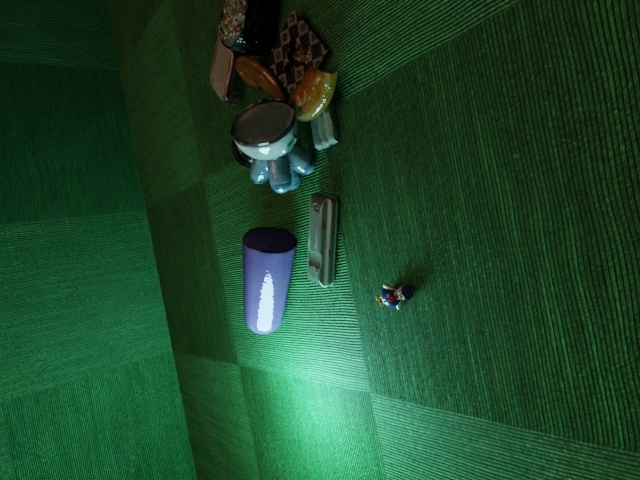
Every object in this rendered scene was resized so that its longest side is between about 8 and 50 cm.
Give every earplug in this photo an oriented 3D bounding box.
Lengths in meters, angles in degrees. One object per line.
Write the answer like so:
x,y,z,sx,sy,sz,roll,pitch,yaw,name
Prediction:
-0.222,0.186,1.829,0.215,0.215,0.457,35,128,41,earplug

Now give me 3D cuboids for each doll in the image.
0.234,0.168,1.367,0.142,0.057,0.099,-25,100,45,doll

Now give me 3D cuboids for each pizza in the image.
-0.026,-0.482,1.471,0.135,0.056,0.271,62,143,17,pizza

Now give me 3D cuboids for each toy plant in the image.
-0.152,-0.301,1.577,0.247,0.247,0.332,43,164,37,toy plant

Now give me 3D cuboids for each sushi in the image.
-0.265,-0.874,1.649,0.210,0.170,0.351,23,114,44,sushi
-0.074,-0.645,1.566,0.232,0.047,0.220,57,132,19,sushi

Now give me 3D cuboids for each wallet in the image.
-0.406,-0.761,1.908,0.275,0.068,0.336,44,130,47,wallet

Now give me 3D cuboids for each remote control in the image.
0.000,0.000,1.607,0.127,0.065,0.336,19,113,45,remote control

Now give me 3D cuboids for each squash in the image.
-0.249,-0.385,1.733,0.172,0.218,0.218,33,134,-6,squash

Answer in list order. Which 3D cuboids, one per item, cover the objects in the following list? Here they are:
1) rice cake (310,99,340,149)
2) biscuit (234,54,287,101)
0.003,-0.422,1.525,0.124,0.038,0.211,-9,91,52,rice cake
-0.241,-0.633,1.723,0.299,0.045,0.154,36,162,40,biscuit
